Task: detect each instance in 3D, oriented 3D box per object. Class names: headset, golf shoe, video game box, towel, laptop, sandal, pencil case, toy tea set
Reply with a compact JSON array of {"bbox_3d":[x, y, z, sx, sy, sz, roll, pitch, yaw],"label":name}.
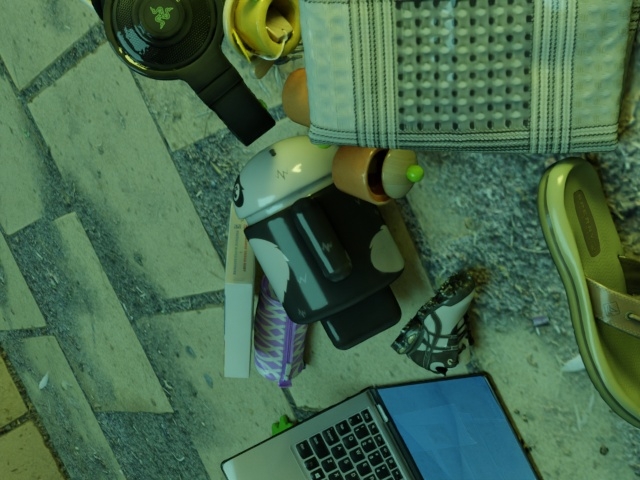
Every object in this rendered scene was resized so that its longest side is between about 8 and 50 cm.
[{"bbox_3d":[-0.165,-0.285,1.091,0.394,0.185,0.243,49,-177,-33],"label":"headset"},{"bbox_3d":[0.166,0.108,1.216,0.094,0.077,0.198,42,150,8],"label":"golf shoe"},{"bbox_3d":[-0.123,0.075,1.485,0.187,0.048,0.205,-88,3,-49],"label":"video game box"},{"bbox_3d":[0.133,-0.221,0.866,0.312,0.056,0.324,3,124,9],"label":"towel"},{"bbox_3d":[0.115,0.422,1.373,0.381,0.408,0.236,63,180,-4],"label":"laptop"},{"bbox_3d":[0.304,0.058,0.955,0.086,0.120,0.302,-16,101,42],"label":"sandal"},{"bbox_3d":[-0.060,0.137,1.506,0.088,0.087,0.206,-103,13,-47],"label":"pencil case"},{"bbox_3d":[0.048,-0.183,1.021,0.124,0.200,0.336,13,151,39],"label":"toy tea set"}]

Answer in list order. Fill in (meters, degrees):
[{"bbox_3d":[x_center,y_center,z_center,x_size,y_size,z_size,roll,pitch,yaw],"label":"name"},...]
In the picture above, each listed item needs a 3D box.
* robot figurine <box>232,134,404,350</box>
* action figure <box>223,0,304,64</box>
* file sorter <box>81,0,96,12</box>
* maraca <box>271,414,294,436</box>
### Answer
[{"bbox_3d":[-0.002,0.001,1.251,0.209,0.174,0.278,-23,96,49],"label":"robot figurine"},{"bbox_3d":[-0.060,-0.325,1.113,0.164,0.141,0.275,60,168,16],"label":"action figure"},{"bbox_3d":[-0.230,-0.432,1.230,0.193,0.173,0.277,40,142,29],"label":"file sorter"},{"bbox_3d":[-0.055,0.404,1.699,0.127,0.099,0.185,-46,50,50],"label":"maraca"}]
